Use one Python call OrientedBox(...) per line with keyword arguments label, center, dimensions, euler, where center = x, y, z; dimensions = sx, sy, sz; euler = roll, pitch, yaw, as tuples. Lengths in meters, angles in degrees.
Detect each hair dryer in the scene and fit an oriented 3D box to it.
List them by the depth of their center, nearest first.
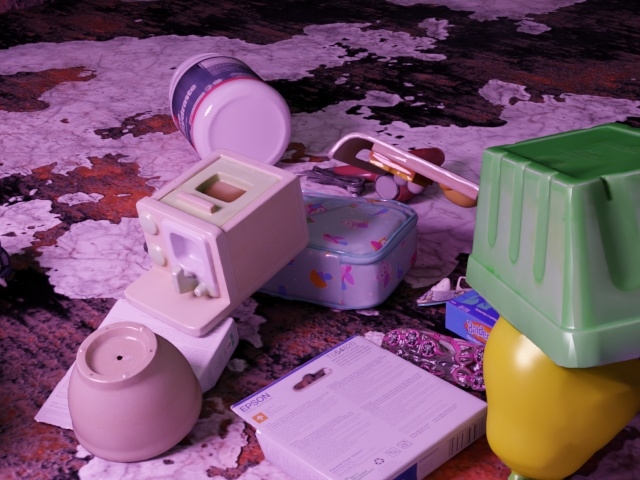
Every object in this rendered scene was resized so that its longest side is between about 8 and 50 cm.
OrientedBox(label="hair dryer", center=(0.093, -0.129, 1.876), dimensions=(0.294, 0.080, 0.223), euler=(-9, 27, -14))

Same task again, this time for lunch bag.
OrientedBox(label="lunch bag", center=(0.000, 0.000, 1.595), dimensions=(0.279, 0.107, 0.224), euler=(11, 30, 24))

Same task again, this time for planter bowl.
OrientedBox(label="planter bowl", center=(-0.230, 0.166, 1.240), dimensions=(0.162, 0.109, 0.162), euler=(-5, 41, 4))

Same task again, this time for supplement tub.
OrientedBox(label="supplement tub", center=(-0.183, -0.251, 2.017), dimensions=(0.191, 0.191, 0.272), euler=(-12, 28, -18))

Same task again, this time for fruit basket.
OrientedBox(label="fruit basket", center=(0.299, 0.079, 1.117), dimensions=(0.283, 0.392, 0.392), euler=(-12, 28, -5))

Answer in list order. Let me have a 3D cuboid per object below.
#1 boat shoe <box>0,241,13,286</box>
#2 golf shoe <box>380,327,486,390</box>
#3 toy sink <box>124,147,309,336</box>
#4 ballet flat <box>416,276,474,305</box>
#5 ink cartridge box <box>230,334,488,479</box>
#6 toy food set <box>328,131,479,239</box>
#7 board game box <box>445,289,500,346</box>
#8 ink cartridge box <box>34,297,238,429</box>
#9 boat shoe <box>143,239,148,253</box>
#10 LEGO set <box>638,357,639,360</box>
OrientedBox(label="boat shoe", center=(-0.522, 0.057, 1.497), dimensions=(0.158, 0.127, 0.340), euler=(-20, 30, -16))
OrientedBox(label="golf shoe", center=(0.165, 0.157, 1.336), dimensions=(0.186, 0.067, 0.086), euler=(11, -2, 34))
OrientedBox(label="toy sink", center=(-0.151, -0.007, 1.411), dimensions=(0.153, 0.131, 0.234), euler=(22, 47, 34))
OrientedBox(label="ballet flat", center=(0.195, 0.072, 1.510), dimensions=(0.114, 0.041, 0.041), euler=(-3, 27, -3))
OrientedBox(label="ink cartridge box", center=(0.046, 0.213, 1.232), dimensions=(0.223, 0.045, 0.224), euler=(-26, 36, -35))
OrientedBox(label="toy food set", center=(0.180, -0.067, 1.619), dimensions=(0.306, 0.092, 0.220), euler=(28, 7, 25))
OrientedBox(label="board game box", center=(0.304, 0.099, 1.442), dimensions=(0.210, 0.047, 0.160), euler=(-20, 31, -32))
OrientedBox(label="ink cartridge box", center=(-0.232, 0.178, 1.347), dimensions=(0.181, 0.056, 0.224), euler=(9, 46, 20))
OrientedBox(label="boat shoe", center=(-0.227, -0.008, 1.695), dimensions=(0.133, 0.049, 0.042), euler=(-28, 44, -33))
OrientedBox(label="LEGO set", center=(0.410, 0.124, 1.290), dimensions=(0.287, 0.132, 0.107), euler=(-30, 37, -4))
